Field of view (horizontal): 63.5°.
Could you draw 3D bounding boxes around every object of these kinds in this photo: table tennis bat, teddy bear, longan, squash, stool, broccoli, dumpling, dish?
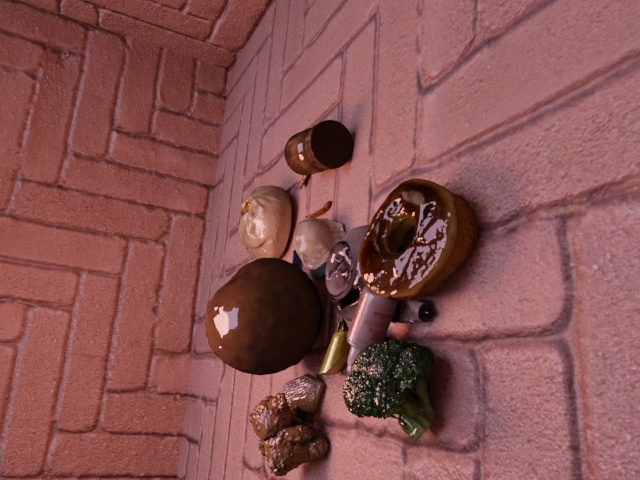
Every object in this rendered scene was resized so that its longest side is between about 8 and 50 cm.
[{"bbox_3d":[-0.015,0.047,1.997,0.153,0.040,0.244,-63,32,21],"label":"table tennis bat"},{"bbox_3d":[-0.137,0.644,1.725,0.267,0.156,0.256,-36,65,27],"label":"teddy bear"},{"bbox_3d":[-0.188,0.274,1.853,0.436,0.404,0.404,-42,-5,-44],"label":"longan"},{"bbox_3d":[0.061,0.345,1.649,0.075,0.090,0.200,28,104,55],"label":"squash"},{"bbox_3d":[-0.012,-0.351,1.996,0.264,0.179,0.179,2,81,65],"label":"stool"},{"bbox_3d":[0.179,0.365,1.276,0.241,0.261,0.269,42,130,17],"label":"broccoli"},{"bbox_3d":[0.000,0.000,1.859,0.258,0.193,0.147,-88,-15,-45],"label":"dumpling"},{"bbox_3d":[0.095,0.098,1.639,0.324,0.124,0.324,-38,46,55],"label":"dish"}]

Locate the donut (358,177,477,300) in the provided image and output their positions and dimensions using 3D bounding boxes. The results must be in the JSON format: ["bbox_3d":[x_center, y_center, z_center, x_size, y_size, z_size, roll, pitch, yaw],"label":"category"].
[{"bbox_3d":[0.245,0.000,1.329,0.330,0.160,0.330,-21,61,44],"label":"donut"}]

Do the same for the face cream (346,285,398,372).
[{"bbox_3d":[0.125,0.253,1.401,0.101,0.101,0.251,39,113,62],"label":"face cream"}]

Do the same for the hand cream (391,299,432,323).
[{"bbox_3d":[0.223,0.192,1.416,0.248,0.052,0.075,-10,83,64],"label":"hand cream"}]

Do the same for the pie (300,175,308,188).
[{"bbox_3d":[-0.051,-0.319,2.235,0.088,0.033,0.191,-97,24,-50],"label":"pie"}]

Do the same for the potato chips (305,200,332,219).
[{"bbox_3d":[-0.012,-0.112,2.074,0.204,0.026,0.037,-29,50,59],"label":"potato chips"}]

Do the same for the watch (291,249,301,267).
[{"bbox_3d":[-0.136,0.225,2.158,0.276,0.068,0.274,-55,29,41],"label":"watch"}]

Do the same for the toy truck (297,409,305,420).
[{"bbox_3d":[-0.080,0.628,1.870,0.054,0.049,0.083,8,85,64],"label":"toy truck"}]

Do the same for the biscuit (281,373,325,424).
[{"bbox_3d":[-0.083,0.584,1.814,0.147,0.046,0.250,24,97,31],"label":"biscuit"}]

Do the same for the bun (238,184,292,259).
[{"bbox_3d":[-0.269,-0.080,2.375,0.365,0.219,0.365,-169,90,-69],"label":"bun"}]
